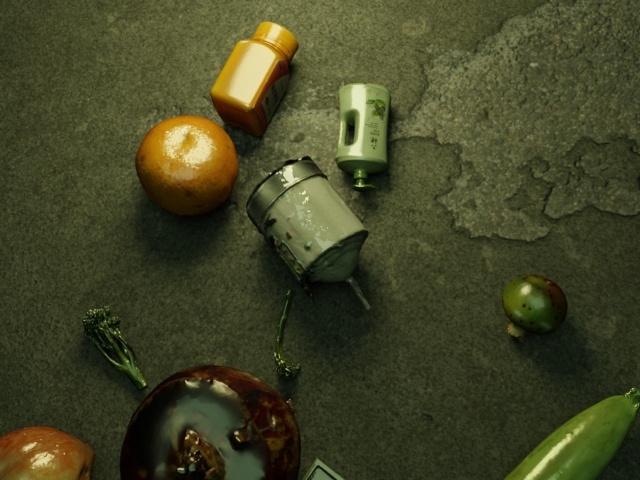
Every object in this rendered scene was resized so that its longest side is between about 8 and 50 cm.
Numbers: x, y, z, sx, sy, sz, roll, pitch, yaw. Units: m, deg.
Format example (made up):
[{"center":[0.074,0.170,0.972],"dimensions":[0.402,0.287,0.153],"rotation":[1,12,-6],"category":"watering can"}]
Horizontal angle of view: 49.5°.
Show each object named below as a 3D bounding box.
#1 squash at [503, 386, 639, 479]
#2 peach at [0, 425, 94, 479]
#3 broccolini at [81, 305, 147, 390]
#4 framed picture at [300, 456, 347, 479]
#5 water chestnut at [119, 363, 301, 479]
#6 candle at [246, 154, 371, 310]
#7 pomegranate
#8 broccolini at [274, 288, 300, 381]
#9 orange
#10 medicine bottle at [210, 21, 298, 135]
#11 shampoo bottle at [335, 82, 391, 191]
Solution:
[{"center":[0.455,0.405,1.279],"dimensions":[0.370,0.118,0.118],"rotation":[-43,74,-10],"category":"squash"},{"center":[-0.541,0.460,1.333],"dimensions":[0.232,0.232,0.233],"rotation":[-2,74,5],"category":"peach"},{"center":[-0.425,0.227,1.457],"dimensions":[0.091,0.068,0.203],"rotation":[-36,89,8],"category":"broccolini"},{"center":[0.047,0.587,1.312],"dimensions":[0.289,0.020,0.211],"rotation":[34,80,13],"category":"framed picture"},{"center":[-0.203,0.388,1.248],"dimensions":[0.350,0.302,0.351],"rotation":[-2,77,8],"category":"water chestnut"},{"center":[0.000,0.000,1.406],"dimensions":[0.187,0.187,0.330],"rotation":[-36,75,-5],"category":"candle"},{"center":[0.419,0.129,1.366],"dimensions":[0.130,0.130,0.130],"rotation":[-2,74,5],"category":"pomegranate"},{"center":[-0.077,0.195,1.430],"dimensions":[0.052,0.054,0.194],"rotation":[-12,70,22],"category":"broccolini"},{"center":[-0.281,-0.158,1.485],"dimensions":[0.224,0.170,0.224],"rotation":[2,59,-3],"category":"orange"},{"center":[-0.140,-0.363,1.539],"dimensions":[0.112,0.149,0.222],"rotation":[24,77,11],"category":"medicine bottle"},{"center":[0.092,-0.219,1.507],"dimensions":[0.118,0.087,0.234],"rotation":[3,74,3],"category":"shampoo bottle"}]
